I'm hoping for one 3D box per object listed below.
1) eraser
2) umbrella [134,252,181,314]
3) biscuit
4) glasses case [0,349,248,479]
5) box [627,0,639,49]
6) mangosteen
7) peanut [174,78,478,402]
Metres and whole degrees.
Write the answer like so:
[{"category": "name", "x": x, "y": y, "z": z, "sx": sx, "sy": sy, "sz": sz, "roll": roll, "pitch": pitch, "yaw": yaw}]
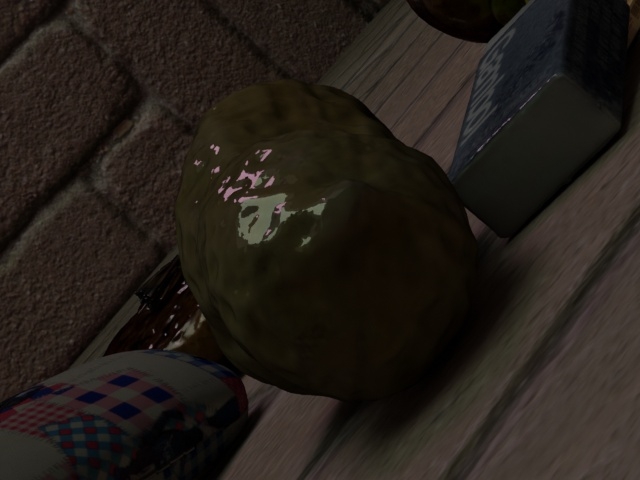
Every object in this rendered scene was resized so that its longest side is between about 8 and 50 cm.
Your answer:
[{"category": "eraser", "x": 0.123, "y": -0.086, "z": 1.084, "sx": 0.092, "sy": 0.046, "sz": 0.212, "roll": -46, "pitch": 11, "yaw": 25}, {"category": "umbrella", "x": -0.128, "y": 0.030, "z": 1.644, "sx": 0.083, "sy": 0.020, "sz": 0.031, "roll": -49, "pitch": 10, "yaw": -29}, {"category": "biscuit", "x": -0.082, "y": 0.048, "z": 1.644, "sx": 0.289, "sy": 0.081, "sz": 0.334, "roll": -45, "pitch": 10, "yaw": 29}, {"category": "glasses case", "x": -0.172, "y": 0.146, "z": 1.203, "sx": 0.125, "sy": 0.076, "sz": 0.327, "roll": 7, "pitch": 24, "yaw": 35}, {"category": "box", "x": 0.166, "y": -0.111, "z": 1.183, "sx": 0.058, "sy": 0.015, "sz": 0.093, "roll": -44, "pitch": 7, "yaw": 37}, {"category": "mangosteen", "x": 0.137, "y": -0.233, "z": 1.584, "sx": 0.156, "sy": 0.146, "sz": 0.181, "roll": -44, "pitch": 6, "yaw": 5}, {"category": "peanut", "x": 0.002, "y": 0.008, "z": 1.007, "sx": 0.143, "sy": 0.159, "sz": 0.291, "roll": -17, "pitch": 15, "yaw": -5}]
